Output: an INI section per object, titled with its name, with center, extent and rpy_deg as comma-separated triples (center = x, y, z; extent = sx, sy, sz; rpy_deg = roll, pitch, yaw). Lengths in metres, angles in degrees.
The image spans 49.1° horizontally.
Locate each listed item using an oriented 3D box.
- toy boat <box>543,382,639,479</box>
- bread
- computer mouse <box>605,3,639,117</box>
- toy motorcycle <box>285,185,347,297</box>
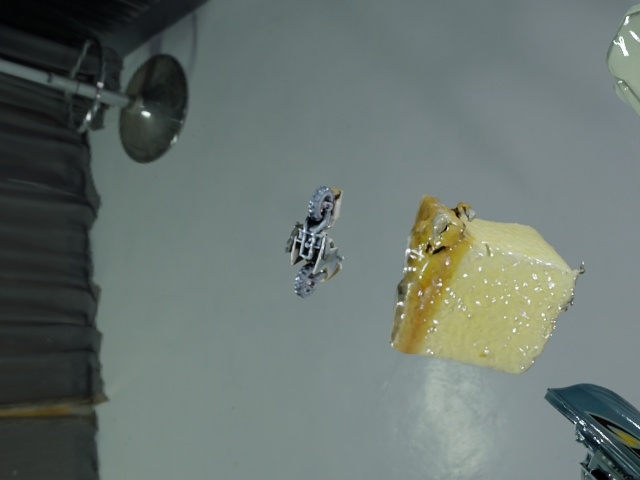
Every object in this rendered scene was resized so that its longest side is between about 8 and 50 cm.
[toy boat]
center = 0.401, 0.292, 0.876
extent = 0.296, 0.114, 0.122
rpy_deg = 41, 90, 24
[bread]
center = 0.139, 0.041, 0.647
extent = 0.147, 0.127, 0.152
rpy_deg = 17, 105, -4
[computer mouse]
center = 0.625, -0.218, 1.070
extent = 0.228, 0.429, 0.145
rpy_deg = -48, 26, 45
[toy motorcycle]
center = 0.001, 0.000, 1.402
extent = 0.094, 0.130, 0.229
rpy_deg = 21, 109, 31
